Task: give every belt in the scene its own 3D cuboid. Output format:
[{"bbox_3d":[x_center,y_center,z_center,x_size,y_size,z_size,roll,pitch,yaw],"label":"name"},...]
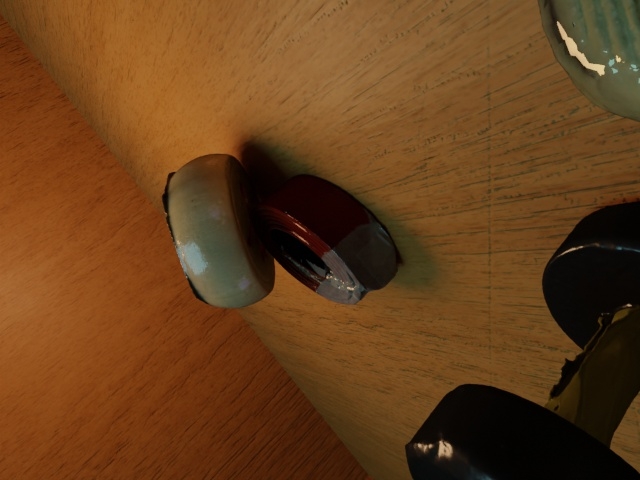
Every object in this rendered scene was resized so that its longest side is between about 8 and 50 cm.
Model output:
[{"bbox_3d":[0.000,0.000,0.914,0.323,0.115,0.228,26,149,42],"label":"belt"}]

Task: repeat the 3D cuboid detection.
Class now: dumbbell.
[{"bbox_3d":[0.247,0.133,0.414,0.203,0.322,0.204,38,155,22],"label":"dumbbell"}]

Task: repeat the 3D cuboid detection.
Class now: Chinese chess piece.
[{"bbox_3d":[-0.208,-0.019,1.032,0.338,0.140,0.339,-17,-90,-84],"label":"Chinese chess piece"}]

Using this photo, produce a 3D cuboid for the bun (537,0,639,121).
[{"bbox_3d":[0.234,-0.161,0.252,0.222,0.127,0.223,16,111,48],"label":"bun"}]
